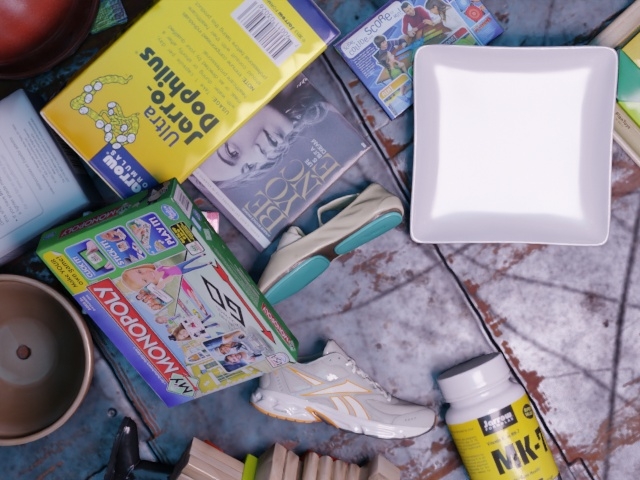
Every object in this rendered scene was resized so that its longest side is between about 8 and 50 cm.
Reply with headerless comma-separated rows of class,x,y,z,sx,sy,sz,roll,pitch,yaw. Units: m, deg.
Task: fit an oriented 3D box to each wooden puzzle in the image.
wooden puzzle,0.489,-0.231,1.801,0.239,0.044,0.221,-43,89,2

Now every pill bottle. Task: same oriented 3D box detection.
pill bottle,0.244,0.268,1.786,0.119,0.119,0.208,-23,91,3

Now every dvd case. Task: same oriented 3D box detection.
dvd case,-0.062,-0.116,1.837,0.221,0.018,0.164,-44,90,3

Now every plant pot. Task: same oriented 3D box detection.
plant pot,-0.429,0.161,1.812,0.237,0.110,0.237,0,92,1
plant pot,-0.454,-0.365,1.715,0.272,0.265,0.272,0,90,4

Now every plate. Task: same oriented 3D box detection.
plate,0.265,-0.133,1.794,0.277,0.045,0.278,1,102,3

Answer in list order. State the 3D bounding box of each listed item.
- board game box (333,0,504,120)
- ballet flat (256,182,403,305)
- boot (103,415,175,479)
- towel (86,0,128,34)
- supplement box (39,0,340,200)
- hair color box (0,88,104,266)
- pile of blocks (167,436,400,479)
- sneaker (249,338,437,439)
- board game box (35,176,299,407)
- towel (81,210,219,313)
board game box,0.137,-0.283,1.816,0.201,0.035,0.136,-38,90,2
ballet flat,0.000,0.000,1.816,0.248,0.086,0.086,-32,90,1
boot,-0.250,0.319,1.842,0.099,0.045,0.121,17,99,4
towel,-0.316,-0.340,1.844,0.060,0.009,0.083,-23,90,3
supplement box,-0.176,-0.231,1.731,0.356,0.194,0.195,-43,103,2
hair color box,-0.515,-0.035,1.809,0.374,0.113,0.185,-31,90,2
pile of blocks,-0.043,0.353,1.814,0.362,0.112,0.149,9,121,1
sneaker,0.038,0.204,1.806,0.262,0.099,0.121,11,88,1
board game box,-0.198,0.078,1.725,0.213,0.046,0.317,-22,124,21
towel,-0.236,0.029,1.808,0.197,0.029,0.144,-1,91,-21
